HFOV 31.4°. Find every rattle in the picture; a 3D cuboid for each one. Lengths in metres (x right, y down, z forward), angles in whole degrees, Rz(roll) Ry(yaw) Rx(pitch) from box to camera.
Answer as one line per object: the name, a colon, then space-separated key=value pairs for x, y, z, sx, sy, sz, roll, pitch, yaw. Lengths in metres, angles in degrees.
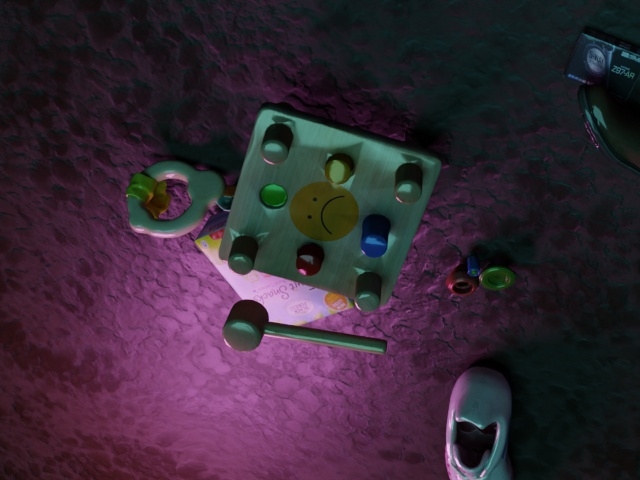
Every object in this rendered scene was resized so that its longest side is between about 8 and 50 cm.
rattle: x=-0.187 y=-0.047 z=1.737 sx=0.199 sy=0.130 sz=0.143 roll=-10 pitch=139 yaw=0

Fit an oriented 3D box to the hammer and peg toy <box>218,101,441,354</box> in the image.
hammer and peg toy: x=0.000 y=0.000 z=1.582 sx=0.265 sy=0.127 sz=0.361 roll=15 pitch=122 yaw=-4

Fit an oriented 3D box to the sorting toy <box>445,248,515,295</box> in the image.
sorting toy: x=0.228 y=0.043 z=1.639 sx=0.101 sy=0.042 sz=0.061 roll=-14 pitch=137 yaw=20

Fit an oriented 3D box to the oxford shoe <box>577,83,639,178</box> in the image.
oxford shoe: x=0.401 y=-0.125 z=1.384 sx=0.227 sy=0.083 sz=0.096 roll=36 pitch=132 yaw=-24

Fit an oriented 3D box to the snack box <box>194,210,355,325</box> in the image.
snack box: x=-0.060 y=0.032 z=1.739 sx=0.174 sy=0.070 sz=0.207 roll=-22 pitch=117 yaw=36

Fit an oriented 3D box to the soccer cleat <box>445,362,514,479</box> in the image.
soccer cleat: x=0.242 y=0.344 z=1.809 sx=0.116 sy=0.143 sz=0.331 roll=9 pitch=131 yaw=19

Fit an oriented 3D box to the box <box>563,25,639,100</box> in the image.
box: x=0.344 y=-0.213 z=1.374 sx=0.083 sy=0.018 sz=0.067 roll=23 pitch=135 yaw=5
